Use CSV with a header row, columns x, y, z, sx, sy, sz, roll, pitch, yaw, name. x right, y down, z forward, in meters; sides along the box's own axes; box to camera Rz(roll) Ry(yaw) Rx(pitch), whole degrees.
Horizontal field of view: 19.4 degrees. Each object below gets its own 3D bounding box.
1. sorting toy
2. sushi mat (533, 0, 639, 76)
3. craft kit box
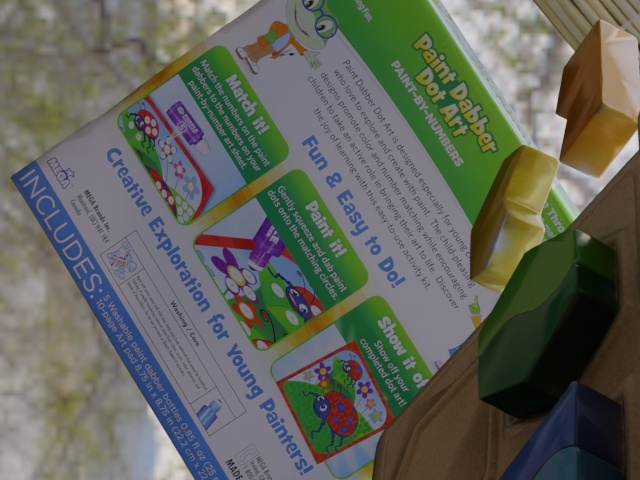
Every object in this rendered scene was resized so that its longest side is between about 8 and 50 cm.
x,y,z,sx,sy,sz,roll,pitch,yaw,name
0.063,0.056,0.681,0.229,0.041,0.307,-57,-165,37,sorting toy
0.128,-0.244,1.061,0.316,0.151,0.019,53,14,17,sushi mat
0.000,0.000,0.995,0.250,0.246,0.061,58,15,8,craft kit box
